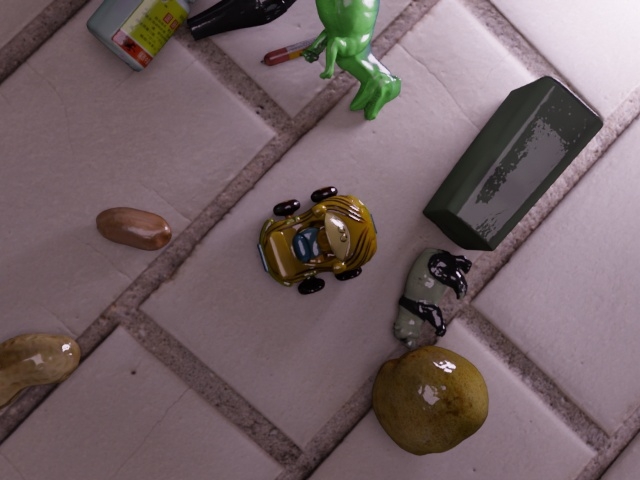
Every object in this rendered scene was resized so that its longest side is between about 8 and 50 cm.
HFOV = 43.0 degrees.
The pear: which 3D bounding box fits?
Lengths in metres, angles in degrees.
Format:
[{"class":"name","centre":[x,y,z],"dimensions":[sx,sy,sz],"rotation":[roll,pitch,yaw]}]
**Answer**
[{"class":"pear","centre":[0.219,0.314,1.651],"dimensions":[0.228,0.188,0.211],"rotation":[-34,103,-9]}]

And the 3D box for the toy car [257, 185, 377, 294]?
[{"class":"toy car","centre":[0.000,0.000,1.639],"dimensions":[0.248,0.142,0.200],"rotation":[-21,94,-9]}]

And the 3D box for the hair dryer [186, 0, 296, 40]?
[{"class":"hair dryer","centre":[-0.195,-0.553,1.658],"dimensions":[0.235,0.091,0.272],"rotation":[-22,85,0]}]

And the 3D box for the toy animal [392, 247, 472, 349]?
[{"class":"toy animal","centre":[0.228,0.123,1.707],"dimensions":[0.121,0.094,0.225],"rotation":[24,94,1]}]

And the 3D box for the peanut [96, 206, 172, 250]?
[{"class":"peanut","centre":[-0.369,-0.024,1.607],"dimensions":[0.152,0.076,0.076],"rotation":[13,86,-5]}]

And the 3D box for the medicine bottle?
[{"class":"medicine bottle","centre":[-0.335,-0.453,1.575],"dimensions":[0.139,0.139,0.225],"rotation":[39,91,-8]}]

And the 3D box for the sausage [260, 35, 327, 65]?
[{"class":"sausage","centre":[-0.021,-0.407,1.701],"dimensions":[0.223,0.029,0.029],"rotation":[-20,93,-10]}]

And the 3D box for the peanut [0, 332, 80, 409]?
[{"class":"peanut","centre":[-0.593,0.253,1.540],"dimensions":[0.274,0.111,0.125],"rotation":[-17,96,-10]}]

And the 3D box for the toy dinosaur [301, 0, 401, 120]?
[{"class":"toy dinosaur","centre":[0.112,-0.530,1.608],"dimensions":[0.374,0.144,0.500],"rotation":[30,97,-29]}]

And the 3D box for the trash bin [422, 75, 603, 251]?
[{"class":"trash bin","centre":[0.380,-0.152,1.681],"dimensions":[0.158,0.223,0.343],"rotation":[42,85,-7]}]
